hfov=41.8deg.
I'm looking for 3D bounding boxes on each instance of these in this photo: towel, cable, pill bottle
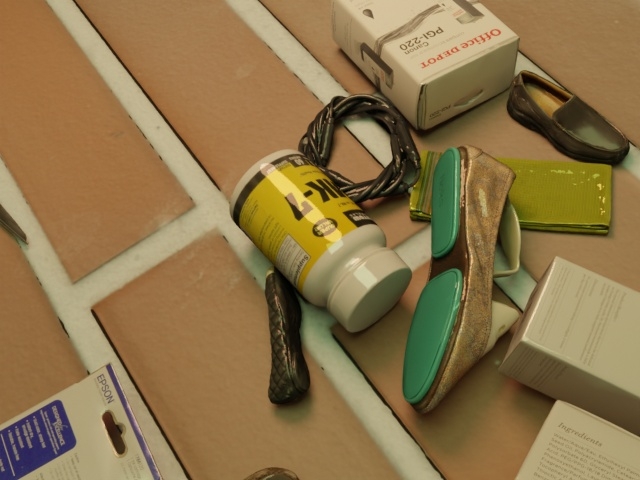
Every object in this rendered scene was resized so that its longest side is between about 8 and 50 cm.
[{"bbox_3d":[0.231,-0.062,1.023,0.237,0.021,0.102,5,61,13],"label":"towel"},{"bbox_3d":[0.044,-0.118,1.084,0.150,0.047,0.185,-22,54,6],"label":"cable"},{"bbox_3d":[0.000,0.000,0.967,0.119,0.119,0.208,-39,65,-13],"label":"pill bottle"}]

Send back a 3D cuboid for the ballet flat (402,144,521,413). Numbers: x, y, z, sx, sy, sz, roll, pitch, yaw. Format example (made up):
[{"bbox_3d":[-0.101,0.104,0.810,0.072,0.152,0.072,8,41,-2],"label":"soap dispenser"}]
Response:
[{"bbox_3d":[0.169,0.042,0.921,0.106,0.107,0.316,18,70,-17],"label":"ballet flat"}]

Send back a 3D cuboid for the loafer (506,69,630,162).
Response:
[{"bbox_3d":[0.306,-0.153,1.040,0.170,0.061,0.062,32,68,25],"label":"loafer"}]

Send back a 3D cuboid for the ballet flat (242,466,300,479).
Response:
[{"bbox_3d":[-0.126,0.311,0.847,0.250,0.058,0.084,-36,95,-5],"label":"ballet flat"}]

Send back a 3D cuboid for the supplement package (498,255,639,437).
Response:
[{"bbox_3d":[0.288,0.113,0.836,0.179,0.105,0.105,26,65,10],"label":"supplement package"}]

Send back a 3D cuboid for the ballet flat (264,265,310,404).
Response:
[{"bbox_3d":[-0.048,0.103,0.956,0.049,0.057,0.173,-25,52,21],"label":"ballet flat"}]

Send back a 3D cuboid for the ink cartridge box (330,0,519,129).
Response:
[{"bbox_3d":[0.135,-0.269,1.118,0.158,0.092,0.218,-28,60,-15],"label":"ink cartridge box"}]

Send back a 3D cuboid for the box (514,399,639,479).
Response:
[{"bbox_3d":[0.247,0.264,0.714,0.181,0.181,0.119,24,50,23],"label":"box"}]

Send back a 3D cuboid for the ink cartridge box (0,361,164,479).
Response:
[{"bbox_3d":[-0.332,0.284,0.893,0.332,0.065,0.165,-29,58,-6],"label":"ink cartridge box"}]

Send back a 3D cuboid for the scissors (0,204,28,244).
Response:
[{"bbox_3d":[-0.497,-0.075,1.172,0.109,0.021,0.297,-29,59,-10],"label":"scissors"}]
